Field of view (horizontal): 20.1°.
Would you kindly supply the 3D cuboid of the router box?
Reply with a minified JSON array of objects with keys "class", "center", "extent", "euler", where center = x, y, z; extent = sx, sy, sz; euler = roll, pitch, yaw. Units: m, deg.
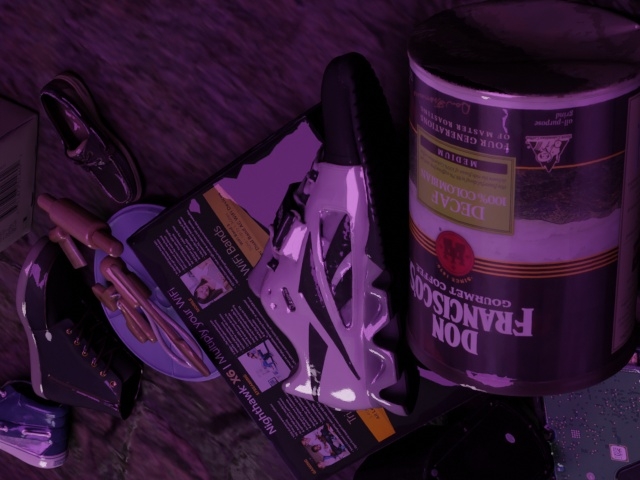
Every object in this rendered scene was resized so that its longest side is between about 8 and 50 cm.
[{"class":"router box","center":[-0.001,0.054,1.730],"extent":[0.243,0.081,0.309],"euler":[-32,95,29]}]

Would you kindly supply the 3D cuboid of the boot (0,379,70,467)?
[{"class":"boot","center":[-0.374,0.192,2.106],"extent":[0.190,0.069,0.086],"euler":[17,118,15]}]

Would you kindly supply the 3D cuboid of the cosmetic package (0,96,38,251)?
[{"class":"cosmetic package","center":[-0.462,-0.109,1.952],"extent":[0.309,0.113,0.160],"euler":[23,127,20]}]

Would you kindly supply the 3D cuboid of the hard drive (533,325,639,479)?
[{"class":"hard drive","center":[0.327,0.239,1.661],"extent":[0.237,0.064,0.339],"euler":[3,118,32]}]

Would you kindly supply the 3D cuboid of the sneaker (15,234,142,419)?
[{"class":"sneaker","center":[-0.255,0.094,1.961],"extent":[0.118,0.083,0.222],"euler":[16,134,20]}]

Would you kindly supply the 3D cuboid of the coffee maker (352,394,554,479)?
[{"class":"coffee maker","center":[0.104,0.228,1.696],"extent":[0.178,0.171,0.120],"euler":[-33,73,63]}]

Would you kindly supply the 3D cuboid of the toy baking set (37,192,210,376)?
[{"class":"toy baking set","center":[-0.192,0.044,1.811],"extent":[0.256,0.030,0.197],"euler":[26,154,54]}]

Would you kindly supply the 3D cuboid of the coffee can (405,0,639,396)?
[{"class":"coffee can","center":[0.171,-0.039,1.512],"extent":[0.201,0.201,0.275],"euler":[14,122,27]}]

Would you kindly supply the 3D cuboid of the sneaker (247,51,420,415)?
[{"class":"sneaker","center":[0.000,0.000,1.590],"extent":[0.146,0.122,0.331],"euler":[0,107,15]}]

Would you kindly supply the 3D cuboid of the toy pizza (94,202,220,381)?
[{"class":"toy pizza","center":[-0.153,0.052,1.887],"extent":[0.201,0.032,0.201],"euler":[17,122,30]}]

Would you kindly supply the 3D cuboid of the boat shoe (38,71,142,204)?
[{"class":"boat shoe","center":[-0.240,-0.097,1.851],"extent":[0.056,0.049,0.152],"euler":[-28,99,40]}]
